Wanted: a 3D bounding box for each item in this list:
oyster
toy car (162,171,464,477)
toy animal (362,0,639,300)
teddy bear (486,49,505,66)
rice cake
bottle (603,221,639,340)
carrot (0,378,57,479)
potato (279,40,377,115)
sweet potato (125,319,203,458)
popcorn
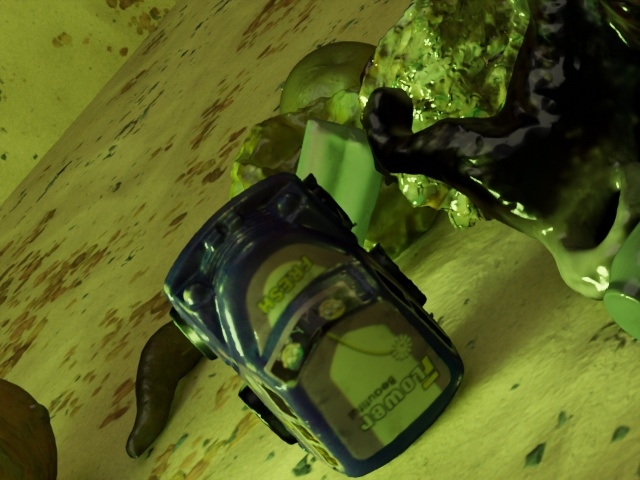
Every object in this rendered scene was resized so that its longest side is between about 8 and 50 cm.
[{"bbox_3d":[0.152,-0.141,1.452,0.260,0.198,0.092,-50,14,3],"label":"oyster"},{"bbox_3d":[0.001,0.070,1.273,0.172,0.235,0.158,-45,29,-4],"label":"toy car"},{"bbox_3d":[0.236,-0.133,1.253,0.344,0.194,0.303,-58,36,12],"label":"toy animal"},{"bbox_3d":[0.204,-0.134,1.571,0.119,0.078,0.160,-27,26,-27],"label":"teddy bear"},{"bbox_3d":[0.001,0.001,1.505,0.042,0.080,0.222,-147,71,-72],"label":"rice cake"},{"bbox_3d":[0.286,-0.035,1.120,0.254,0.079,0.096,-49,0,-19],"label":"bottle"},{"bbox_3d":[-0.386,0.284,1.648,0.224,0.224,0.341,-39,9,14],"label":"carrot"},{"bbox_3d":[0.024,-0.146,1.908,0.157,0.157,0.194,-32,33,32],"label":"potato"},{"bbox_3d":[-0.170,0.144,1.769,0.069,0.059,0.249,-14,36,36],"label":"sweet potato"},{"bbox_3d":[0.017,-0.058,1.626,0.221,0.184,0.204,-23,35,17],"label":"popcorn"}]
